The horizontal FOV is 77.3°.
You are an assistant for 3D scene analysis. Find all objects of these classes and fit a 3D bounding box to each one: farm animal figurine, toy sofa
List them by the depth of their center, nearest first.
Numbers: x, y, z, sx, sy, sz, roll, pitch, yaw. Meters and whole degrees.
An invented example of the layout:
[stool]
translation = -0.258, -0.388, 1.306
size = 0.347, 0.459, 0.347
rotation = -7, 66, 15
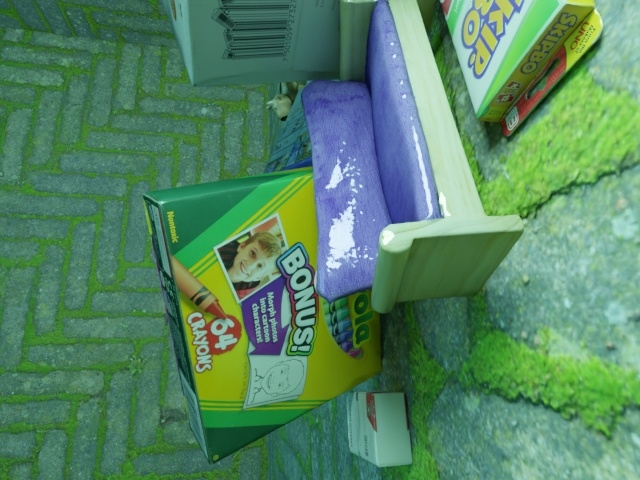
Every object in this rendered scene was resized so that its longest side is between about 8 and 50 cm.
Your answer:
[toy sofa]
translation = 0.067, -0.114, 0.457
size = 0.150, 0.177, 0.362
rotation = 86, 179, -61
[farm animal figurine]
translation = -0.078, -0.464, 1.238
size = 0.330, 0.172, 0.326
rotation = 113, 156, -59

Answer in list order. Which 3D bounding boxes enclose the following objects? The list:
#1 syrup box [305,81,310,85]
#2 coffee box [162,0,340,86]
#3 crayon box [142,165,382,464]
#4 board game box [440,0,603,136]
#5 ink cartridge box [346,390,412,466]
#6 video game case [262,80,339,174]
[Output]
[syrup box]
translation = 0.015, -0.379, 0.978
size = 0.236, 0.096, 0.093
rotation = 109, 160, -51
[coffee box]
translation = -0.046, -0.454, 0.528
size = 0.337, 0.338, 0.334
rotation = 112, 140, -55
[crayon box]
translation = -0.058, 0.085, 0.598
size = 0.106, 0.313, 0.362
rotation = 20, 120, 53
[board game box]
translation = 0.172, -0.240, 0.391
size = 0.124, 0.039, 0.259
rotation = 113, 153, -61
[ink cartridge box]
translation = 0.089, 0.293, 0.639
size = 0.135, 0.056, 0.099
rotation = 124, 146, -67
[video game case]
translation = -0.009, -0.231, 0.806
size = 0.269, 0.061, 0.244
rotation = -1, 64, 62
